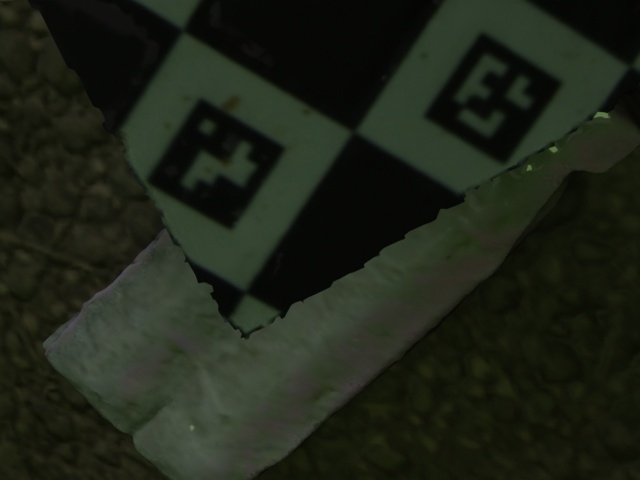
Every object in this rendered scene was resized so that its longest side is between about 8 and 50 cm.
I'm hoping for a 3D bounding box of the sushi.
[{"bbox_3d":[0.028,-0.166,0.494,0.294,0.059,0.292,-30,111,5],"label":"sushi"}]

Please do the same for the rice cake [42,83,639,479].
[{"bbox_3d":[0.002,0.001,0.673,0.106,0.050,0.298,44,129,-2],"label":"rice cake"}]
